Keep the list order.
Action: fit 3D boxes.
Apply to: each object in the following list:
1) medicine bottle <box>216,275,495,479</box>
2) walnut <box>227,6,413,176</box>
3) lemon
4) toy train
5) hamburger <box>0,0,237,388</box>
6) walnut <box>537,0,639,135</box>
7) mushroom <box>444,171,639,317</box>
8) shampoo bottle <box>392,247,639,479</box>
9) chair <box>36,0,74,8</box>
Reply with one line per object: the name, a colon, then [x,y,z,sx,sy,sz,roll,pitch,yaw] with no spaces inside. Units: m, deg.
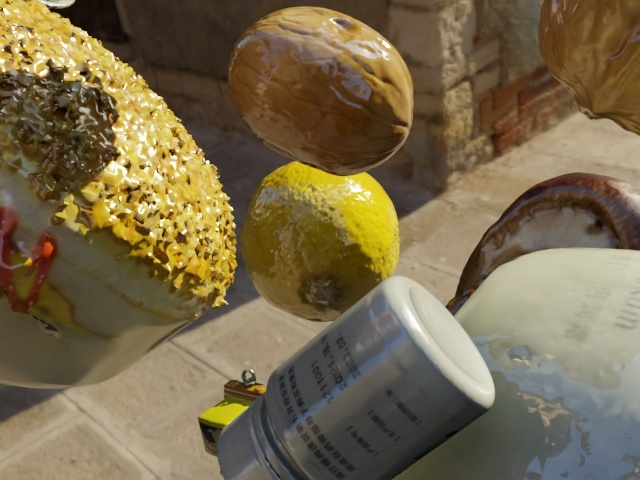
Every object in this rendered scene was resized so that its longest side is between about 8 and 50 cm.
medicine bottle: [0.015,0.086,0.378,0.130,0.080,0.080,-42,24,17]
walnut: [0.000,-0.158,0.784,0.207,0.167,0.167,26,35,2]
lemon: [0.000,-0.001,1.245,0.293,0.293,0.293,-7,29,4]
toy train: [-0.102,0.296,1.073,0.089,0.219,0.127,4,19,40]
hamburger: [-0.178,-0.043,0.489,0.276,0.179,0.294,49,13,14]
walnut: [0.287,-0.188,0.628,0.213,0.213,0.213,-7,29,4]
mushroom: [0.308,0.084,0.966,0.259,0.345,0.345,9,14,-39]
shampoo bottle: [0.205,0.167,0.474,0.317,0.322,0.322,23,41,28]
chair: [-0.471,-0.277,0.930,0.203,0.190,0.275,35,86,28]
